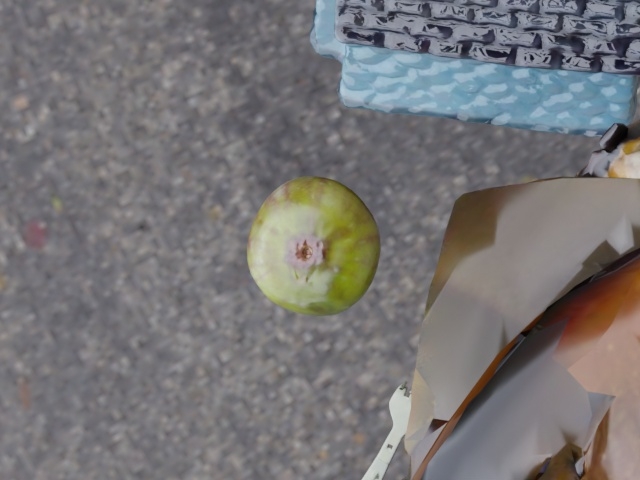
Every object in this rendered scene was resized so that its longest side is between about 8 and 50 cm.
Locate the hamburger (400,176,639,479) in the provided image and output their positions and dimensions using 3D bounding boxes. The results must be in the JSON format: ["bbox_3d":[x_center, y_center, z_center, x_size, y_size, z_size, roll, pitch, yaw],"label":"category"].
[{"bbox_3d":[0.108,0.097,0.338,0.262,0.243,0.138,7,159,19],"label":"hamburger"}]

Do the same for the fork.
[{"bbox_3d":[0.051,0.161,1.323,0.034,0.028,0.219,26,144,6],"label":"fork"}]

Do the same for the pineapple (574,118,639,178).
[{"bbox_3d":[0.130,0.026,0.599,0.047,0.221,0.221,42,135,33],"label":"pineapple"}]

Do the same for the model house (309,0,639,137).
[{"bbox_3d":[0.161,-0.309,1.713,0.360,0.297,0.339,9,160,5],"label":"model house"}]

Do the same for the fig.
[{"bbox_3d":[-0.009,0.011,1.185,0.093,0.093,0.166,58,170,3],"label":"fig"}]
